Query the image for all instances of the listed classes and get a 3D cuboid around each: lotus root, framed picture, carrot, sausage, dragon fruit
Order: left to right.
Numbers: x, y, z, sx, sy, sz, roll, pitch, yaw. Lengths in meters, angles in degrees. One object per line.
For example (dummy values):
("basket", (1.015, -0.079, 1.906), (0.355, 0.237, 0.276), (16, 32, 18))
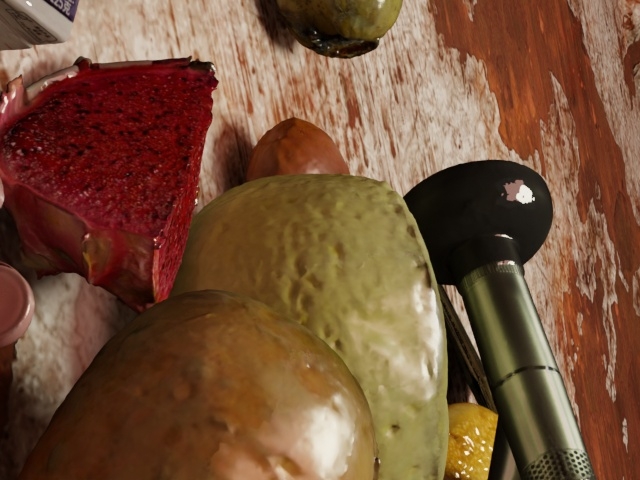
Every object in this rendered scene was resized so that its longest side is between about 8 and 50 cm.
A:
("dragon fruit", (-0.174, -0.043, 1.071), (0.274, 0.161, 0.126), (-81, -175, -54))
("carrot", (-0.108, 0.206, 0.934), (0.341, 0.224, 0.224), (-56, 136, -24))
("sausage", (0.000, 0.000, 1.412), (0.113, 0.113, 0.259), (-61, 138, -51))
("lotus root", (0.008, -0.328, 1.479), (0.154, 0.154, 0.278), (-28, 105, -63))
("framed picture", (0.190, 0.171, 1.715), (0.293, 0.018, 0.231), (-110, 176, -61))

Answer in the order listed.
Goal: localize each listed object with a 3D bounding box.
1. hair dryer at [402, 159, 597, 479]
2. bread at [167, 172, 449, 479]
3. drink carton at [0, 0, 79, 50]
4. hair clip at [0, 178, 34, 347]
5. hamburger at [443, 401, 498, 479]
("hair dryer", (0.148, 0.133, 1.333), (0.284, 0.155, 0.320), (119, -34, -56))
("bread", (-0.013, 0.101, 1.219), (0.320, 0.237, 0.321), (-3, 90, -87))
("drink carton", (-0.227, -0.263, 0.997), (0.134, 0.101, 0.222), (37, 58, -54))
("hair clip", (-0.247, 0.009, 0.905), (0.102, 0.123, 0.138), (-114, -165, -77))
("hamburger", (0.122, 0.329, 1.495), (0.314, 0.170, 0.290), (-44, 119, -58))
